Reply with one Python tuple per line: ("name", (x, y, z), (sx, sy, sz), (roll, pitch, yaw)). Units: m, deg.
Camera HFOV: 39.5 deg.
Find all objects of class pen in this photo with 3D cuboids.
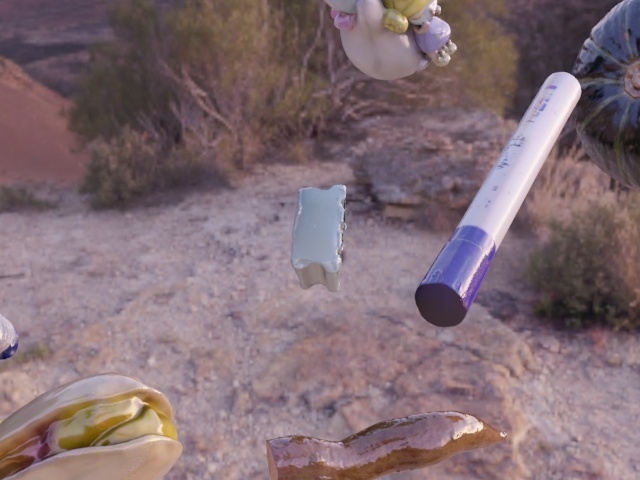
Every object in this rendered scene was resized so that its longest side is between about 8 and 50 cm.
("pen", (0.127, -0.040, 0.595), (0.033, 0.033, 0.269), (11, 41, 27))

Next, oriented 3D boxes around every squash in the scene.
("squash", (0.423, -0.183, 1.074), (0.165, 0.252, 0.252), (4, 13, -39))

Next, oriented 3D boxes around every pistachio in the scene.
("pistachio", (-0.203, 0.183, 0.743), (0.145, 0.200, 0.117), (37, 21, -54))

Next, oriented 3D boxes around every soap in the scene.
("soap", (0.000, 0.000, 1.176), (0.063, 0.115, 0.198), (5, -12, 2))

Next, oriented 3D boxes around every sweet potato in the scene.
("sweet potato", (0.083, 0.223, 0.961), (0.281, 0.067, 0.059), (-7, 27, -13))

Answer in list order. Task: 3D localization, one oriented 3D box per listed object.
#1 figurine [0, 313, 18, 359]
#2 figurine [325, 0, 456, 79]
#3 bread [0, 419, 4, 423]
("figurine", (-0.380, 0.055, 0.843), (0.133, 0.194, 0.274), (38, 9, 22))
("figurine", (0.063, -0.308, 1.086), (0.155, 0.235, 0.127), (31, 77, 39))
("bread", (-0.407, 0.325, 0.835), (0.242, 0.346, 0.405), (34, -9, 17))
